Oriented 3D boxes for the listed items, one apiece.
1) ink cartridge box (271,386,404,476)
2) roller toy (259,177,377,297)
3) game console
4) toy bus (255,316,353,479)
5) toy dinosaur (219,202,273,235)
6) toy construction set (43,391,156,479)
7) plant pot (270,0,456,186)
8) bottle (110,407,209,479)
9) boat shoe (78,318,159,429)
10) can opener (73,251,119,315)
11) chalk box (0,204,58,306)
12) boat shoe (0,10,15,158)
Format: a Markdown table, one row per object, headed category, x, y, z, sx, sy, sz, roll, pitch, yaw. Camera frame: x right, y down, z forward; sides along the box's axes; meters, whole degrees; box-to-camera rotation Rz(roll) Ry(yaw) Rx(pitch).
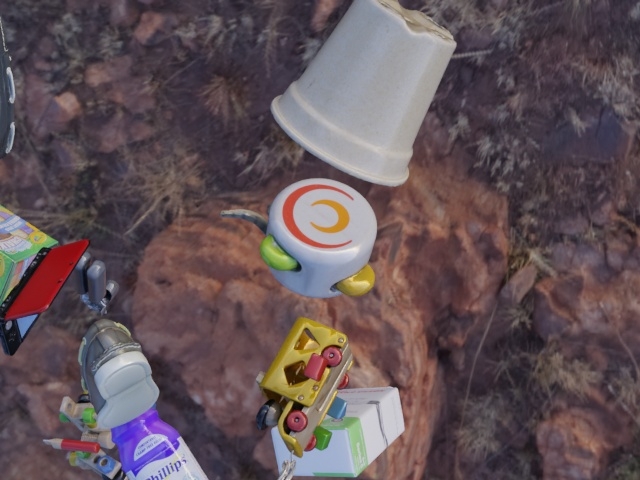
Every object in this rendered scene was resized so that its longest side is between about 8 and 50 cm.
| category | x | y | z | sx | sy | sz | roll | pitch | yaw |
| --- | --- | --- | --- | --- | --- | --- | --- | --- | --- |
| ink cartridge box | 0.047 | 0.433 | 1.798 | 0.198 | 0.272 | 0.115 | -9 | 94 | 30 |
| roller toy | 0.000 | 0.000 | 1.408 | 0.209 | 0.191 | 0.146 | 9 | 142 | -3 |
| game console | -0.376 | 0.079 | 1.088 | 0.085 | 0.144 | 0.124 | 12 | 133 | 6 |
| toy bus | -0.036 | 0.207 | 1.084 | 0.104 | 0.202 | 0.191 | 21 | 109 | 21 |
| toy dinosaur | -0.069 | -0.013 | 1.515 | 0.268 | 0.118 | 0.064 | 40 | 136 | -24 |
| toy construction set | -0.569 | 0.474 | 1.923 | 0.237 | 0.309 | 0.258 | 1 | 78 | 16 |
| plant pot | 0.111 | -0.332 | 1.625 | 0.333 | 0.334 | 0.306 | 33 | 115 | 3 |
| bottle | -0.298 | 0.395 | 1.424 | 0.283 | 0.118 | 0.092 | 57 | 157 | 6 |
| boat shoe | -0.328 | 0.221 | 1.264 | 0.091 | 0.109 | 0.305 | 55 | 155 | 19 |
| can opener | -0.516 | 0.091 | 1.816 | 0.076 | 0.095 | 0.283 | 32 | 151 | 3 |
| chalk box | -0.573 | 0.040 | 1.410 | 0.213 | 0.132 | 0.132 | 32 | 112 | 7 |
| boat shoe | -0.547 | -0.268 | 1.266 | 0.114 | 0.091 | 0.303 | 21 | 113 | 15 |
